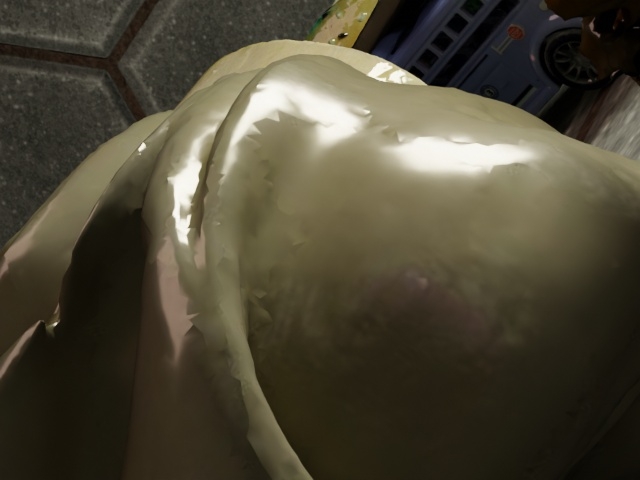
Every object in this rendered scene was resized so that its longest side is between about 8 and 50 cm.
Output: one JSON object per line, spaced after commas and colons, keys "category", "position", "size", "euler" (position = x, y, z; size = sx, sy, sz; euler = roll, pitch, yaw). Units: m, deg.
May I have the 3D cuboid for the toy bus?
{"category": "toy bus", "position": [0.120, -0.133, 1.312], "size": [0.292, 0.133, 0.125], "euler": [-49, 10, 50]}

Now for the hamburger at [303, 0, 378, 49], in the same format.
{"category": "hamburger", "position": [0.082, -0.170, 1.653], "size": [0.288, 0.192, 0.167], "euler": [-55, 15, 8]}

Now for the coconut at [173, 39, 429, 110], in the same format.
{"category": "coconut", "position": [0.000, 0.000, 1.085], "size": [0.259, 0.259, 0.259], "euler": [-55, 6, 8]}

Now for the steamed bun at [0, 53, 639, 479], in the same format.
{"category": "steamed bun", "position": [-0.019, 0.073, 0.730], "size": [0.367, 0.255, 0.342], "euler": [-49, 7, 41]}

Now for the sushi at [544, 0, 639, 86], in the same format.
{"category": "sushi", "position": [0.162, -0.121, 0.566], "size": [0.200, 0.204, 0.213], "euler": [-62, 2, -18]}

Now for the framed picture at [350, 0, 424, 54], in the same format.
{"category": "framed picture", "position": [0.115, -0.231, 1.390], "size": [0.211, 0.020, 0.289], "euler": [-41, -3, -16]}
